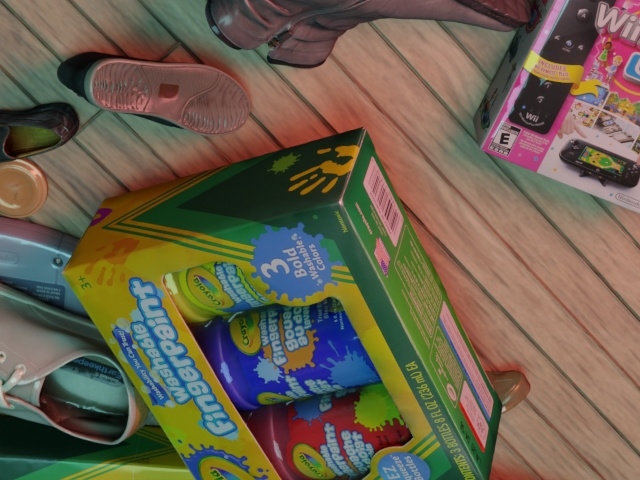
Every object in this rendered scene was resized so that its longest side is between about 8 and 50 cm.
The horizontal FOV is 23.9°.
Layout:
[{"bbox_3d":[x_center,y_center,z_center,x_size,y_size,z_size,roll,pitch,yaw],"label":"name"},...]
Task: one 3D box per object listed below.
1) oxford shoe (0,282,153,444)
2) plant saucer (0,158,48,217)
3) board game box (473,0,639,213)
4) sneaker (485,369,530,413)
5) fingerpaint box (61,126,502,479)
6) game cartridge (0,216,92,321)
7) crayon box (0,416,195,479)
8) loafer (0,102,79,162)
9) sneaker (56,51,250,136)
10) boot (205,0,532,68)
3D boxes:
[{"bbox_3d":[-0.410,0.146,1.891,0.449,0.130,0.169,16,117,-4],"label":"oxford shoe"},{"bbox_3d":[-0.385,-0.065,1.903,0.083,0.013,0.083,1,117,2],"label":"plant saucer"},{"bbox_3d":[0.343,-0.210,1.759,0.224,0.097,0.303,21,114,-8],"label":"board game box"},{"bbox_3d":[0.172,0.200,1.984,0.192,0.064,0.086,-24,118,17],"label":"sneaker"},{"bbox_3d":[-0.036,0.125,1.837,0.371,0.163,0.445,-13,122,24],"label":"fingerpaint box"},{"bbox_3d":[-0.425,0.064,1.949,0.294,0.060,0.196,9,120,-3],"label":"game cartridge"},{"bbox_3d":[-0.312,0.429,2.094,0.313,0.106,0.363,4,116,0],"label":"crayon box"},{"bbox_3d":[-0.382,-0.125,1.847,0.170,0.061,0.062,-16,116,10],"label":"loafer"},{"bbox_3d":[-0.197,-0.186,1.810,0.222,0.118,0.083,11,99,-34],"label":"sneaker"},{"bbox_3d":[0.055,-0.275,1.732,0.338,0.118,0.223,17,142,-27],"label":"boot"}]
